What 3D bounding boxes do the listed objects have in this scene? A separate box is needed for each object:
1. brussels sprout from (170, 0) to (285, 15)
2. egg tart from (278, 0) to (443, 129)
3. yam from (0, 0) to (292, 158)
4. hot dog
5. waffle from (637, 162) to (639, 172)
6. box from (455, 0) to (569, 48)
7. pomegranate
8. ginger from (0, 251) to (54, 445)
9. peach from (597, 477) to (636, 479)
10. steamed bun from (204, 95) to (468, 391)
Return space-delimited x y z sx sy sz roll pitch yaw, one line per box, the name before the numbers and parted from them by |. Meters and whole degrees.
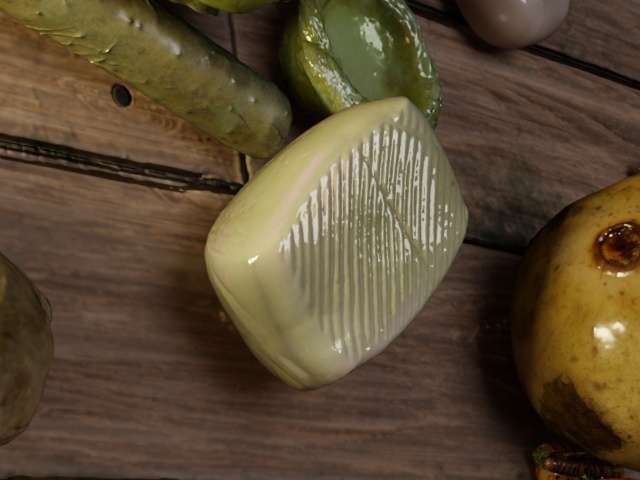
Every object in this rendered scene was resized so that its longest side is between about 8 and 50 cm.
brussels sprout | -0.112 -0.321 1.075 0.328 0.247 0.328 33 18 -12
egg tart | 0.032 -0.164 1.302 0.197 0.078 0.197 24 55 -38
yam | -0.173 -0.171 1.102 0.371 0.083 0.083 30 52 -35
hot dog | 0.247 0.217 1.367 0.122 0.037 0.049 11 67 -40
waffle | 0.439 -0.013 1.652 0.214 0.054 0.208 1 73 -46
box | 0.186 -0.298 1.510 0.146 0.088 0.200 -19 84 -49
pomegranate | 0.309 0.075 1.333 0.281 0.281 0.281 21 58 -37
ginger | -0.273 0.008 0.882 0.275 0.130 0.221 30 44 -39
peach | 0.269 0.356 1.123 0.370 0.370 0.370 21 58 -37
steamed bun | 0.000 0.000 1.149 0.239 0.152 0.170 -46 117 -32
